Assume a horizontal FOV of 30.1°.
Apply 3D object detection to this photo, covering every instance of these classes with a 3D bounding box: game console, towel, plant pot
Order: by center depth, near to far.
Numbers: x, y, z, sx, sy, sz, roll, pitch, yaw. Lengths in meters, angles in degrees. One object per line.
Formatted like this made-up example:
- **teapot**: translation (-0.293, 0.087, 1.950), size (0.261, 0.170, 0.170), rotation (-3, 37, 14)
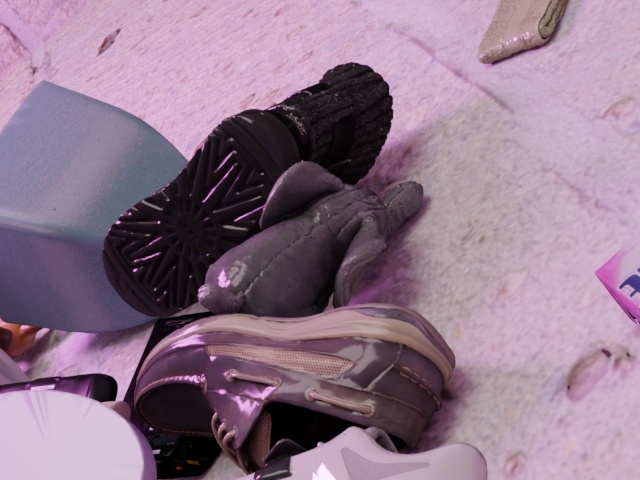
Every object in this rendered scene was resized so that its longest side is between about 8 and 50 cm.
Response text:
- **game console**: translation (-0.250, 0.182, 1.346), size (0.361, 0.044, 0.213), rotation (-9, 39, 25)
- **towel**: translation (0.251, -0.278, 1.451), size (0.110, 0.027, 0.148), rotation (-16, 37, 45)
- **plant pot**: translation (-0.288, -0.023, 1.566), size (0.252, 0.247, 0.248), rotation (14, 53, 20)

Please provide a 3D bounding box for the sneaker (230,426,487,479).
- **sneaker**: translation (0.000, 0.222, 0.965), size (0.330, 0.122, 0.146), rotation (-10, 34, 41)

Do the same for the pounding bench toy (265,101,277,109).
- **pounding bench toy**: translation (-0.033, -0.146, 1.580), size (0.052, 0.065, 0.083), rotation (-46, 57, -8)

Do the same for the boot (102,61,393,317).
- **boot**: translation (-0.078, -0.057, 1.397), size (0.348, 0.131, 0.260), rotation (-38, -2, 36)

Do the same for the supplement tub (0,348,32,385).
- **supplement tub**: translation (-0.537, 0.254, 1.520), size (0.316, 0.228, 0.228), rotation (-47, 26, -7)

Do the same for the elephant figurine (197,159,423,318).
- **elephant figurine**: translation (0.000, 0.000, 1.219), size (0.239, 0.169, 0.186), rotation (-47, 21, 1)

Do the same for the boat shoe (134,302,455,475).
- **boat shoe**: translation (-0.048, 0.148, 1.095), size (0.355, 0.132, 0.130), rotation (-15, 42, 37)

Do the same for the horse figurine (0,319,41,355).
- **horse figurine**: translation (-0.457, 0.129, 1.784), size (0.263, 0.066, 0.174), rotation (-22, 26, 42)

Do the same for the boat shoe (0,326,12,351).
- **boat shoe**: translation (-0.504, 0.200, 1.715), size (0.207, 0.073, 0.073), rotation (-56, 38, 33)

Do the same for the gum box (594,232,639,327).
- **gum box**: translation (0.309, 0.008, 0.900), size (0.188, 0.062, 0.107), rotation (-42, 26, 2)

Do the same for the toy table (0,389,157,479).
- **toy table**: translation (-0.251, 0.249, 1.130), size (0.274, 0.161, 0.252), rotation (4, 64, 27)
